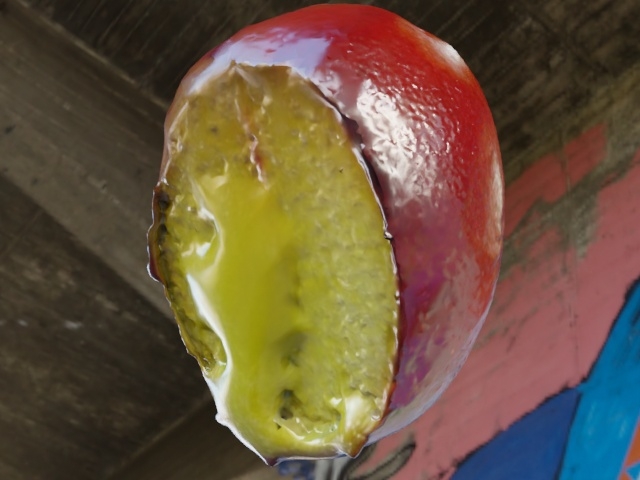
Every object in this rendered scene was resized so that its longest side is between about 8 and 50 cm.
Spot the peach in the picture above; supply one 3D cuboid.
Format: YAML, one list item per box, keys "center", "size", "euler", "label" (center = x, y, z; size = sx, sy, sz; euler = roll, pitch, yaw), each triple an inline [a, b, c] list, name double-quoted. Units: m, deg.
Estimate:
- center: [0.000, 0.000, 0.743]
  size: [0.281, 0.338, 0.281]
  euler: [16, -17, 5]
  label: "peach"
